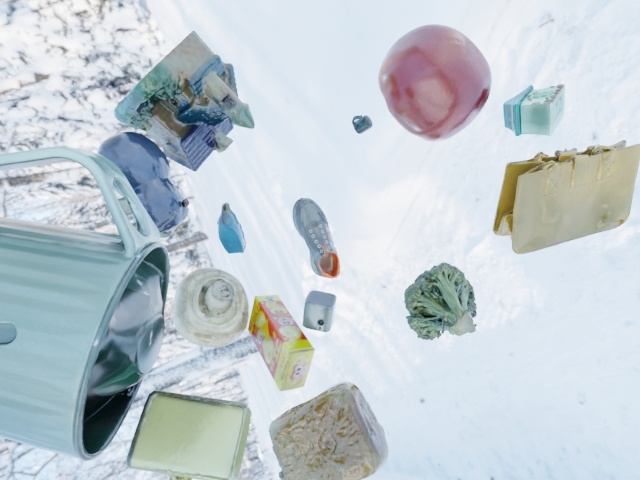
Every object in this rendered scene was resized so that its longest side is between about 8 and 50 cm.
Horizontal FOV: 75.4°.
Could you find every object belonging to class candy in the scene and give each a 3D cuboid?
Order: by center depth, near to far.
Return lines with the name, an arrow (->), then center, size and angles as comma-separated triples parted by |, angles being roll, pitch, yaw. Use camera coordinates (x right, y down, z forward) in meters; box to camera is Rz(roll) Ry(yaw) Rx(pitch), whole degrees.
candy -> -0.125, 0.293, 1.233 | 0.276, 0.087, 0.146 | 43, 124, 51

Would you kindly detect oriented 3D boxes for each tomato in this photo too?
tomato -> 0.298, -0.395, 1.045 | 0.226, 0.298, 0.299 | -30, 78, 44

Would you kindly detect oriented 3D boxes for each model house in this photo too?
model house -> -0.346, -0.348, 1.126 | 0.312, 0.245, 0.280 | -3, 139, 51
model house -> 0.590, -0.364, 1.162 | 0.148, 0.127, 0.101 | 12, 136, 42

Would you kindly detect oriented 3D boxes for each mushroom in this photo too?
mushroom -> -0.340, 0.201, 1.307 | 0.260, 0.254, 0.234 | 33, 144, 2

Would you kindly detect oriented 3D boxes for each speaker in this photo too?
speaker -> 0.172, -0.494, 1.760 | 0.075, 0.094, 0.060 | -26, 82, 35

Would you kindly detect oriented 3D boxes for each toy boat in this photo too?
toy boat -> -0.285, -0.036, 1.321 | 0.186, 0.075, 0.077 | 79, -174, -51

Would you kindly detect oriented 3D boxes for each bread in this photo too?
bread -> 0.015, 0.445, 0.926 | 0.196, 0.246, 0.176 | 64, -168, 21

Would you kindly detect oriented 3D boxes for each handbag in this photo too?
handbag -> 0.726, -0.141, 1.229 | 0.133, 0.400, 0.283 | -112, 11, -53

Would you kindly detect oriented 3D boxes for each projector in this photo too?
projector -> -0.002, 0.199, 1.172 | 0.083, 0.083, 0.082 | -56, -25, -66

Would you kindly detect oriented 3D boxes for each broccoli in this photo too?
broccoli -> 0.461, 0.249, 1.581 | 0.321, 0.303, 0.283 | 46, -175, -28

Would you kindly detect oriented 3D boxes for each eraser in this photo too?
eraser -> -0.207, 0.316, 0.671 | 0.058, 0.171, 0.117 | 85, -168, -59

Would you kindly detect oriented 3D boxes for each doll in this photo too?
doll -> -0.426, -0.131, 0.988 | 0.259, 0.154, 0.228 | 56, -168, -2

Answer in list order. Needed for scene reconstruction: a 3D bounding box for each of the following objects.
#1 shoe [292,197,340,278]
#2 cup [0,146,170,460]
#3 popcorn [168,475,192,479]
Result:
shoe -> 0.000, -0.001, 0.904 | 0.077, 0.074, 0.195 | 33, 144, 64
cup -> -0.433, 0.074, 0.616 | 0.310, 0.391, 0.402 | 121, 161, -67
popcorn -> -0.527, 0.832, 1.562 | 0.162, 0.135, 0.142 | 10, 104, 39
